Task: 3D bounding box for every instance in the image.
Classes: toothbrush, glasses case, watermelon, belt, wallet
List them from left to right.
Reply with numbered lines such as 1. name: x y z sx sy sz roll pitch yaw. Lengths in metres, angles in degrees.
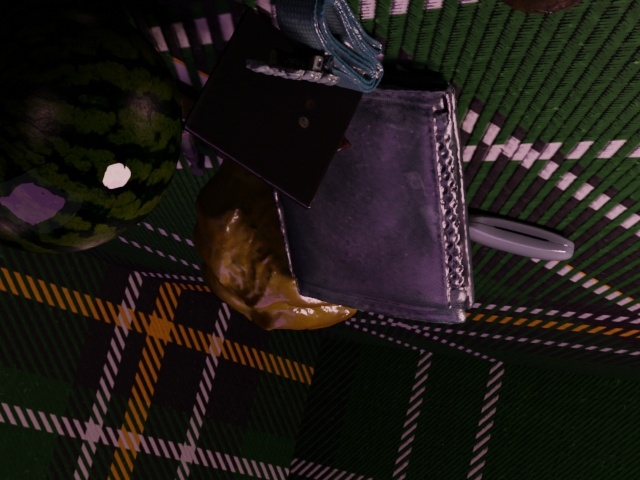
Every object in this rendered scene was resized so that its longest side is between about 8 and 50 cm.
1. watermelon: -0.291 -0.127 1.206 0.285 0.285 0.285 13 169 3
2. toothbrush: -0.179 -0.129 1.541 0.024 0.029 0.354 8 175 -2
3. belt: 0.007 -0.174 1.053 0.065 0.100 0.179 13 173 28
4. wallet: 0.056 -0.056 1.295 0.237 0.075 0.342 7 132 21
5. glasses case: 0.299 -0.004 1.693 0.178 0.045 0.067 15 169 -2

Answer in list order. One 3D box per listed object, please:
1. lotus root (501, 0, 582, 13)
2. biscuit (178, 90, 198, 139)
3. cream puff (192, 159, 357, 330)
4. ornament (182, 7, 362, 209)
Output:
1. lotus root: 0.158 -0.201 0.751 0.089 0.081 0.179 15 169 0
2. biscuit: -0.234 -0.188 1.446 0.141 0.038 0.289 3 167 46
3. cream puff: -0.006 0.003 1.535 0.269 0.275 0.323 18 177 38
4. ornament: -0.079 -0.110 1.181 0.166 0.153 0.196 34 156 -18
